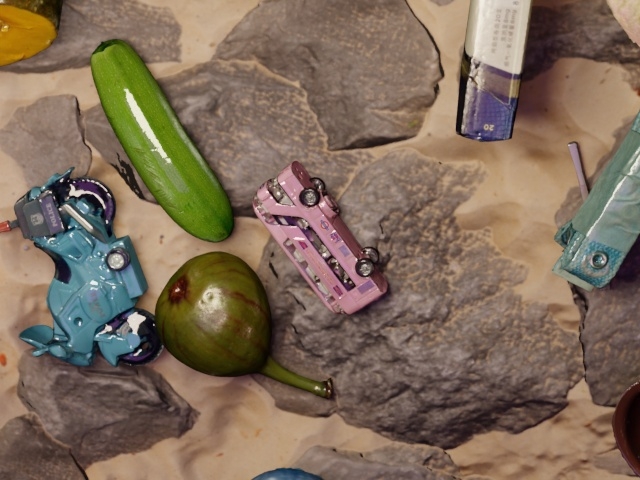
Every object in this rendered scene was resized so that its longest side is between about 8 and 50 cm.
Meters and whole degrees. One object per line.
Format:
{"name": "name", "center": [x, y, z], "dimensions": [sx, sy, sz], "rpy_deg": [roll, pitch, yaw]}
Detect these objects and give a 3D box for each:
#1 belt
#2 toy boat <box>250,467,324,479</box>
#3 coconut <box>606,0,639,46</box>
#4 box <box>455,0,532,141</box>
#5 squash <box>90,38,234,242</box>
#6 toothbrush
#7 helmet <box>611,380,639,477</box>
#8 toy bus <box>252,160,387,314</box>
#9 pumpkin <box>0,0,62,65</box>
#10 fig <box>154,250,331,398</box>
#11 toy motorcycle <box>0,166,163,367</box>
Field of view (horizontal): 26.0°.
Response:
{"name": "belt", "center": [0.376, -0.077, 1.648], "dimensions": [0.072, 0.087, 0.302], "rpy_deg": [26, 105, -17]}
{"name": "toy boat", "center": [-0.021, 0.465, 1.854], "dimensions": [0.215, 0.123, 0.330], "rpy_deg": [-12, 105, 13]}
{"name": "coconut", "center": [0.456, -0.349, 1.419], "dimensions": [0.405, 0.404, 0.404], "rpy_deg": [2, 106, 8]}
{"name": "box", "center": [0.203, -0.254, 1.588], "dimensions": [0.071, 0.168, 0.259], "rpy_deg": [8, 106, 4]}
{"name": "squash", "center": [-0.203, -0.119, 1.734], "dimensions": [0.082, 0.082, 0.292], "rpy_deg": [-29, 100, 15]}
{"name": "toothbrush", "center": [0.332, -0.028, 1.712], "dimensions": [0.017, 0.014, 0.194], "rpy_deg": [-12, 104, 11]}
{"name": "helmet", "center": [0.448, 0.229, 1.721], "dimensions": [0.175, 0.106, 0.155], "rpy_deg": [24, 105, 7]}
{"name": "toy bus", "center": [0.000, 0.000, 1.747], "dimensions": [0.090, 0.063, 0.203], "rpy_deg": [-33, 100, 17]}
{"name": "pumpkin", "center": [-0.460, -0.276, 1.676], "dimensions": [0.317, 0.222, 0.139], "rpy_deg": [-16, 76, 12]}
{"name": "fig", "center": [-0.097, 0.124, 1.789], "dimensions": [0.151, 0.151, 0.259], "rpy_deg": [-38, 127, 17]}
{"name": "toy motorcycle", "center": [-0.319, 0.048, 1.783], "dimensions": [0.182, 0.123, 0.272], "rpy_deg": [-17, 99, 8]}
